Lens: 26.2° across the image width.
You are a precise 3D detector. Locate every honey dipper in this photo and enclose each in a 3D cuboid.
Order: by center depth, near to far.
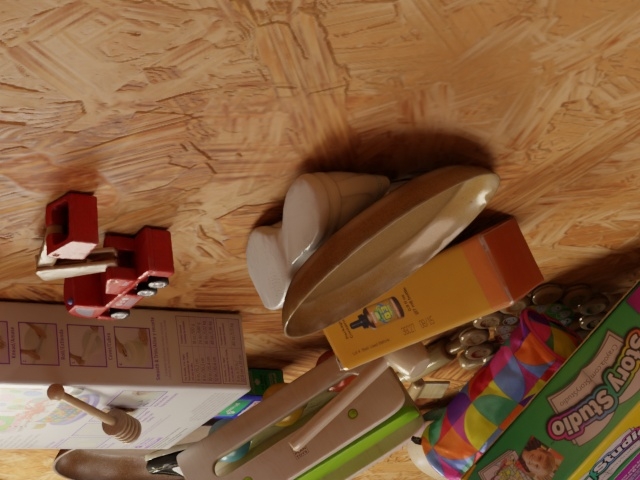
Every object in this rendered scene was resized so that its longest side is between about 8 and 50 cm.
[{"bbox_3d":[-0.233,0.175,1.413,0.030,0.030,0.161,-14,153,15],"label":"honey dipper"}]

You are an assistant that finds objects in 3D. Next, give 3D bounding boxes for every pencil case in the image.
[{"bbox_3d":[0.209,0.185,1.602,0.104,0.104,0.236,12,128,-40],"label":"pencil case"}]

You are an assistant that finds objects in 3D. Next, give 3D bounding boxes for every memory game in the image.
[{"bbox_3d":[0.254,0.104,1.631,0.186,0.012,0.186,-9,148,-5],"label":"memory game"}]

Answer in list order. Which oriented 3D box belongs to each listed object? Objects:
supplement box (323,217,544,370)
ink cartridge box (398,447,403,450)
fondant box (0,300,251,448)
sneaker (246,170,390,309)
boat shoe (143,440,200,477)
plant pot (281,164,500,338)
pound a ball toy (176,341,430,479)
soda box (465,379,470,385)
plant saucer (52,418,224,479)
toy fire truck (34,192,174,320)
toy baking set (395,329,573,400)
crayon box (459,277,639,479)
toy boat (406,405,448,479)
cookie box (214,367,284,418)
[{"bbox_3d":[0.106,0.057,1.400,0.233,0.078,0.080,-25,-179,37],"label":"supplement box"},{"bbox_3d":[0.030,0.281,1.991,0.179,0.045,0.145,-11,157,0],"label":"ink cartridge box"},{"bbox_3d":[-0.275,0.154,1.504,0.330,0.096,0.238,4,155,-30],"label":"fondant box"},{"bbox_3d":[0.000,0.000,1.263,0.094,0.080,0.212,-14,163,-27],"label":"sneaker"},{"bbox_3d":[-0.130,0.310,1.837,0.233,0.079,0.084,14,151,-40],"label":"boat shoe"},{"bbox_3d":[0.056,0.004,1.226,0.236,0.032,0.236,-35,166,-10],"label":"plant pot"},{"bbox_3d":[-0.017,0.201,1.618,0.319,0.136,0.208,-34,152,1],"label":"pound a ball toy"},{"bbox_3d":[0.325,0.243,1.790,0.286,0.091,0.098,16,156,-31],"label":"soda box"},{"bbox_3d":[-0.212,0.278,1.891,0.310,0.050,0.310,-7,157,-3],"label":"plant saucer"},{"bbox_3d":[-0.210,0.021,1.265,0.135,0.047,0.192,7,154,-32],"label":"toy fire truck"},{"bbox_3d":[0.209,0.149,1.751,0.197,0.030,0.256,4,152,-33],"label":"toy baking set"},{"bbox_3d":[0.373,0.188,1.572,0.363,0.106,0.313,-51,145,12],"label":"crayon box"},{"bbox_3d":[0.264,0.307,2.019,0.267,0.148,0.318,8,157,12],"label":"toy boat"},{"bbox_3d":[-0.112,0.192,1.724,0.107,0.040,0.092,5,153,-32],"label":"cookie box"}]
